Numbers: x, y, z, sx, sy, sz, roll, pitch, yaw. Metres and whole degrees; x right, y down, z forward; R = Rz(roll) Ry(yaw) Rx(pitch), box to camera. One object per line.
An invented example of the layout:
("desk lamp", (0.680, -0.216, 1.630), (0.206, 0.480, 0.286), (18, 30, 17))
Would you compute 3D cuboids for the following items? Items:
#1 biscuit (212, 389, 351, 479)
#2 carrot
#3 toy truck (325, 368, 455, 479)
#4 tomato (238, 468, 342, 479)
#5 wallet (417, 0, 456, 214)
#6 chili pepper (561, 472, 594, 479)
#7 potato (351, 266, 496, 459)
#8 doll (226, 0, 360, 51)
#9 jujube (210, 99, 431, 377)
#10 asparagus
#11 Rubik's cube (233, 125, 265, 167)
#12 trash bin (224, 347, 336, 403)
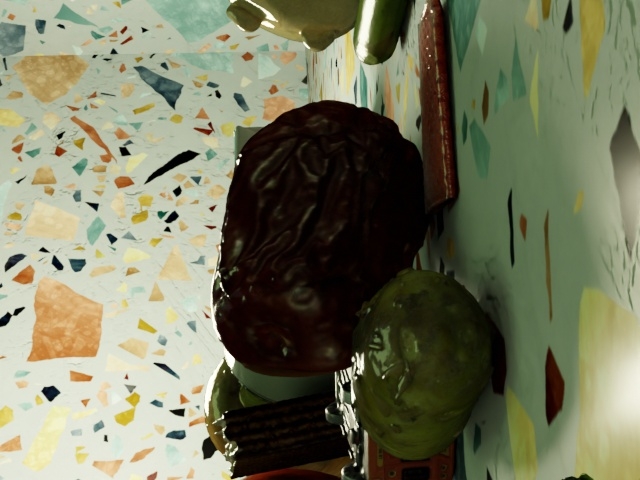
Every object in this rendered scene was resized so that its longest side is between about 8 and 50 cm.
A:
("biscuit", (-0.015, 0.249, 1.384), (0.106, 0.252, 0.070), (103, 156, -63))
("carrot", (-0.048, 0.284, 1.694), (0.341, 0.224, 0.224), (55, -150, -65))
("toy truck", (0.068, 0.172, 1.121), (0.253, 0.114, 0.107), (-112, 20, -76))
("tomato", (-0.004, 0.434, 1.429), (0.298, 0.226, 0.299), (41, 144, 40))
("wallet", (0.111, -0.129, 1.022), (0.103, 0.020, 0.196), (106, 162, -83))
("chili pepper", (0.142, 0.178, 0.573), (0.118, 0.035, 0.055), (78, -163, -44))
("potato", (0.079, 0.106, 0.880), (0.251, 0.113, 0.149), (97, 176, -73))
("doll", (-0.018, -0.442, 1.412), (0.247, 0.247, 0.350), (-101, 25, -70))
("jujube", (0.000, 0.000, 1.051), (0.342, 0.216, 0.216), (-71, -16, -55))
("asparagus", (0.076, -0.290, 1.208), (0.060, 0.067, 0.278), (48, 167, 12))
("Rubik's cube", (-0.027, -0.032, 1.698), (0.225, 0.221, 0.231), (92, 175, -51))
("trash bin", (-0.016, 0.062, 1.414), (0.217, 0.277, 0.262), (44, 143, 30))
